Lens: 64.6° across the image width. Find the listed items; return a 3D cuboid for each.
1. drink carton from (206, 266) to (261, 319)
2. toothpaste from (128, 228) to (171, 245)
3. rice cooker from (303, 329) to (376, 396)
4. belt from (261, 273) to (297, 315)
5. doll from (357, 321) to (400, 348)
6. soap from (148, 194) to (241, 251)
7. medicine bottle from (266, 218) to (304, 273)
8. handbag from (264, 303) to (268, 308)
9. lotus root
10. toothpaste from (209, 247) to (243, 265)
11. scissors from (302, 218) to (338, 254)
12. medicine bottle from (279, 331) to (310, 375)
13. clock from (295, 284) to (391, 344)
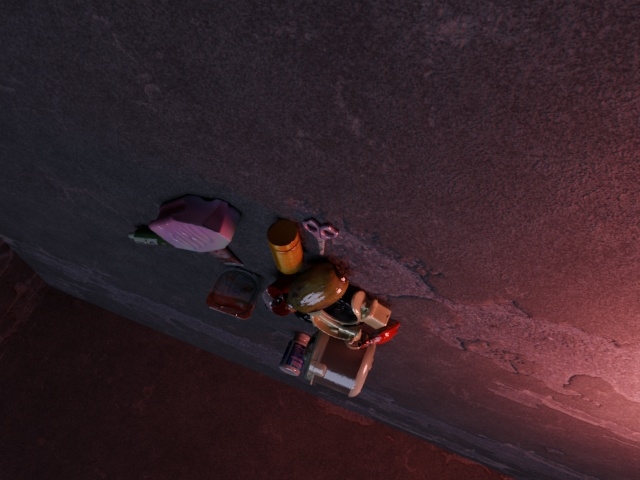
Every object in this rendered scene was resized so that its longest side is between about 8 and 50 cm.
[{"bbox_3d":[-0.331,0.225,2.061,0.186,0.190,0.189,16,163,8],"label":"drink carton"},{"bbox_3d":[-0.593,-0.011,1.946,0.393,0.061,0.098,3,152,27],"label":"toothpaste"},{"bbox_3d":[0.073,0.481,2.105,0.277,0.288,0.288,21,154,7],"label":"rice cooker"},{"bbox_3d":[-0.127,0.196,1.892,0.128,0.124,0.201,50,149,2],"label":"belt"},{"bbox_3d":[0.223,0.367,1.919,0.057,0.169,0.109,56,167,25],"label":"doll"},{"bbox_3d":[-0.403,-0.051,1.664,0.324,0.109,0.193,-9,139,46],"label":"soap"},{"bbox_3d":[-0.107,0.024,1.582,0.096,0.096,0.191,16,152,14],"label":"medicine bottle"},{"bbox_3d":[-0.182,0.285,2.181,0.111,0.047,0.072,16,154,19],"label":"handbag"},{"bbox_3d":[-0.031,0.171,1.685,0.278,0.154,0.154,-29,128,27],"label":"lotus root"},{"bbox_3d":[-0.374,0.042,1.888,0.090,0.057,0.234,4,156,22],"label":"toothpaste"},{"bbox_3d":[0.000,-0.001,1.536,0.111,0.021,0.212,20,153,12],"label":"scissors"},{"bbox_3d":[-0.120,0.551,2.464,0.107,0.191,0.107,19,153,10],"label":"medicine bottle"},{"bbox_3d":[0.073,0.277,1.896,0.277,0.120,0.379,31,152,-9],"label":"clock"}]
